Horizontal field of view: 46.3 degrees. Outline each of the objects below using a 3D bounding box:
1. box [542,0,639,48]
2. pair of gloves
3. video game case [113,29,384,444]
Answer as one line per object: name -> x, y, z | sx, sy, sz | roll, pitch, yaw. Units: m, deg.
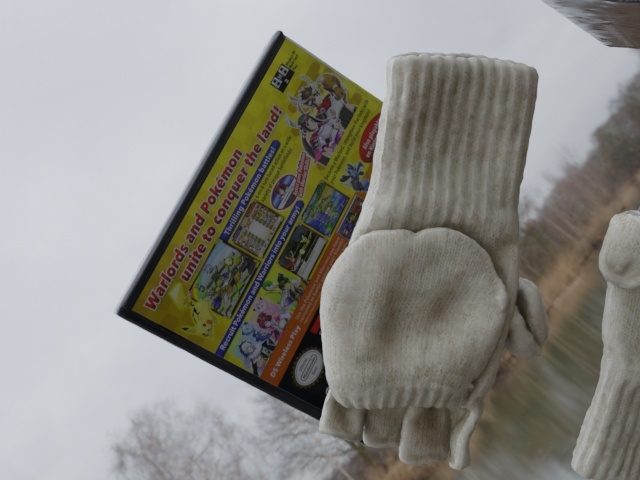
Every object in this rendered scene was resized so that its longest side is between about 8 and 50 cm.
box -> 0.489, -0.317, 0.676 | 0.480, 0.471, 0.298 | -17, -65, -61
pair of gloves -> 0.119, 0.029, 0.366 | 0.042, 0.240, 0.204 | -123, 46, -70
video game case -> 0.000, 0.000, 0.652 | 0.275, 0.248, 0.035 | -63, 17, -12
